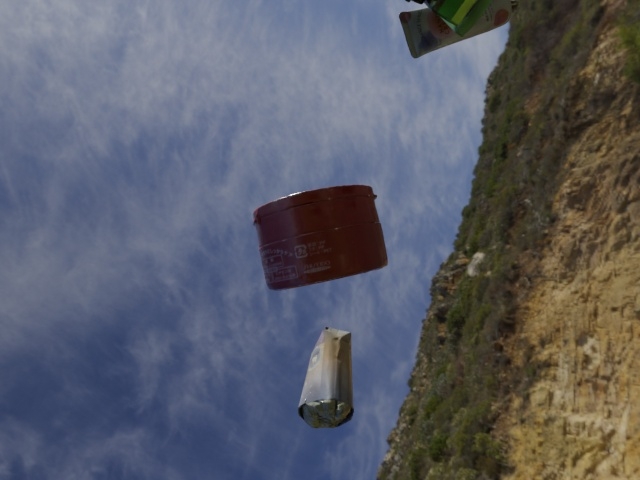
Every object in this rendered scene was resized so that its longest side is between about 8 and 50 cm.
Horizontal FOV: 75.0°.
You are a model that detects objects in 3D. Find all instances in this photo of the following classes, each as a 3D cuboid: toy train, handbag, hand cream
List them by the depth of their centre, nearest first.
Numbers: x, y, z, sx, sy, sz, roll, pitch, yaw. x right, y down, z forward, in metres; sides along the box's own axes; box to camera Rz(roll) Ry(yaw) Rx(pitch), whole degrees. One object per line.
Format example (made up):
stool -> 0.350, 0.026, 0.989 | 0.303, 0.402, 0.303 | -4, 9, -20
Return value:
hand cream -> 0.000, 0.000, 0.733 | 0.230, 0.230, 0.150 | -3, -99, -48
handbag -> 0.012, 0.258, 0.758 | 0.173, 0.095, 0.117 | -84, 6, -48
toy train -> 0.234, -0.583, 0.902 | 0.202, 0.120, 0.301 | 12, -136, -31
hand cream -> 0.379, -0.590, 1.115 | 0.340, 0.078, 0.125 | -20, -85, -10
